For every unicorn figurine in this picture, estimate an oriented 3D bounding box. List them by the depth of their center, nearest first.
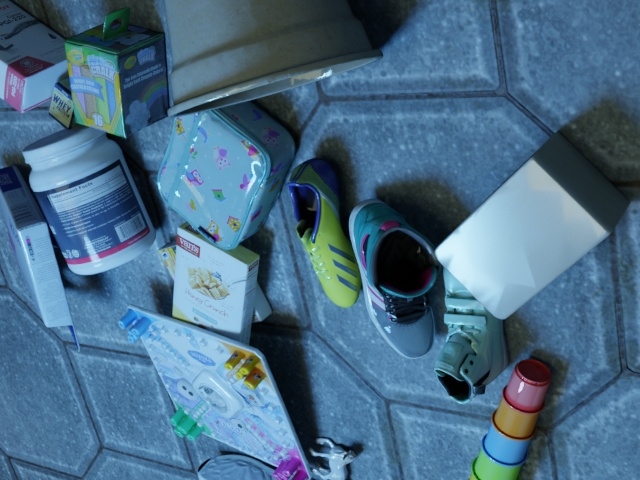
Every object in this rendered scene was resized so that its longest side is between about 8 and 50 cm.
[{"bbox_3d":[0.028,0.461,1.937,0.111,0.060,0.162,14,140,28],"label":"unicorn figurine"}]

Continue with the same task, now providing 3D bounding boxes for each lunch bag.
[{"bbox_3d":[-0.184,-0.130,1.688,0.224,0.108,0.279,38,132,11],"label":"lunch bag"}]

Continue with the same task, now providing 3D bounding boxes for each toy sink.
[{"bbox_3d":[0.312,-0.020,1.381,0.153,0.131,0.234,45,128,5],"label":"toy sink"}]

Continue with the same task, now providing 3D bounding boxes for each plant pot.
[{"bbox_3d":[-0.107,-0.373,1.373,0.333,0.334,0.306,-11,98,40],"label":"plant pot"}]

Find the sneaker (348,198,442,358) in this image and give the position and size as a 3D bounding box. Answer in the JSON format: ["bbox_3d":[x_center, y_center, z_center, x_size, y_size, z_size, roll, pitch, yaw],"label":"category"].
[{"bbox_3d":[0.141,0.082,1.532,0.178,0.123,0.296,-132,20,-73],"label":"sneaker"}]

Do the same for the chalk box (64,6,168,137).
[{"bbox_3d":[-0.372,-0.318,1.696,0.132,0.132,0.213,18,125,27],"label":"chalk box"}]

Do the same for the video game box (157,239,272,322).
[{"bbox_3d":[-0.215,0.082,1.885,0.187,0.048,0.205,-16,106,39],"label":"video game box"}]

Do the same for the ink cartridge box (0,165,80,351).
[{"bbox_3d":[-0.629,0.044,2.040,0.324,0.071,0.330,42,143,52],"label":"ink cartridge box"}]

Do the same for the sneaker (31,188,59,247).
[{"bbox_3d":[-0.563,-0.081,2.034,0.098,0.083,0.224,6,127,11],"label":"sneaker"}]

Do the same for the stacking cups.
[{"bbox_3d":[0.323,0.344,1.617,0.096,0.096,0.316,24,128,22],"label":"stacking cups"}]

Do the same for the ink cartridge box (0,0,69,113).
[{"bbox_3d":[-0.600,-0.365,1.814,0.218,0.158,0.092,34,133,14],"label":"ink cartridge box"}]

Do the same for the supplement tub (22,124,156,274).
[{"bbox_3d":[-0.463,-0.086,1.861,0.191,0.191,0.272,-6,113,38],"label":"supplement tub"}]

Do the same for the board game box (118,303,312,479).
[{"bbox_3d":[-0.225,0.334,1.963,0.390,0.050,0.390,14,136,36],"label":"board game box"}]

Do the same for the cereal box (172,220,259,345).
[{"bbox_3d":[-0.209,0.095,1.821,0.173,0.047,0.240,26,130,23],"label":"cereal box"}]

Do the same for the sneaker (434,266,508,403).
[{"bbox_3d":[0.236,0.142,1.520,0.094,0.151,0.256,-1,114,38],"label":"sneaker"}]

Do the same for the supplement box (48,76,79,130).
[{"bbox_3d":[-0.481,-0.277,1.833,0.056,0.083,0.083,38,132,11],"label":"supplement box"}]

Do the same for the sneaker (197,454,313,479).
[{"bbox_3d":[-0.127,0.631,2.095,0.322,0.130,0.236,8,117,26],"label":"sneaker"}]

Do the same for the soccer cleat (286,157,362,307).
[{"bbox_3d":[-0.001,-0.001,1.625,0.093,0.121,0.289,4,119,34],"label":"soccer cleat"}]
